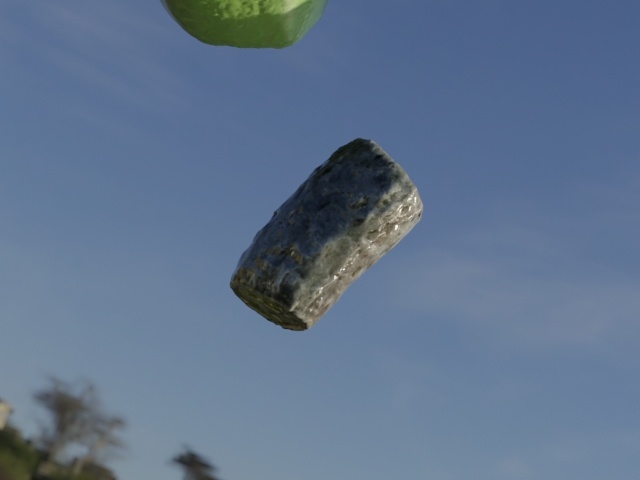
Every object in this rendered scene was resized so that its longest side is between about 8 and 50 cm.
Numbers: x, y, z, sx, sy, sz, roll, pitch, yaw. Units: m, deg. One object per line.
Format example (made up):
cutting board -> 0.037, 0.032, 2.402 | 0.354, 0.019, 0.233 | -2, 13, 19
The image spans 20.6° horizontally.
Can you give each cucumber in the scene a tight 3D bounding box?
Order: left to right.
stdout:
cucumber -> 0.002, -0.001, 0.970 | 0.064, 0.112, 0.064 | 42, -14, 13

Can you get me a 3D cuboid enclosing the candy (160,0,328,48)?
candy -> -0.045, -0.234, 1.087 | 0.131, 0.142, 0.343 | 11, -15, -1
